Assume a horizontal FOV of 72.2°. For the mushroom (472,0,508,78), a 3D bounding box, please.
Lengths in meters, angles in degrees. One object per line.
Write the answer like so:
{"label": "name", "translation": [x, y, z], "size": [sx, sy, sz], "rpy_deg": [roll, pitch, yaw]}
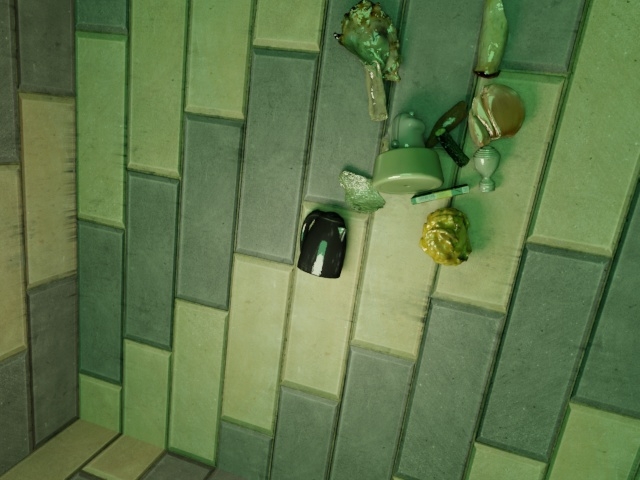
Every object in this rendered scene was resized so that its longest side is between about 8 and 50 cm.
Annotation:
{"label": "mushroom", "translation": [0.668, -0.798, 1.693], "size": [0.107, 0.087, 0.333], "rpy_deg": [10, 102, 16]}

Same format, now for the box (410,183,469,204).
{"label": "box", "translation": [0.504, -0.195, 1.849], "size": [0.235, 0.132, 0.034], "rpy_deg": [-11, 97, 20]}

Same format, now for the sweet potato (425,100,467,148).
{"label": "sweet potato", "translation": [0.515, -0.472, 1.815], "size": [0.077, 0.077, 0.243], "rpy_deg": [45, 109, 3]}

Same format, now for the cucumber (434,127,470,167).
{"label": "cucumber", "translation": [0.539, -0.381, 1.809], "size": [0.058, 0.058, 0.187], "rpy_deg": [-38, 113, 21]}

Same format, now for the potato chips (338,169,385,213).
{"label": "potato chips", "translation": [0.179, -0.223, 1.984], "size": [0.167, 0.059, 0.228], "rpy_deg": [-26, 88, 14]}

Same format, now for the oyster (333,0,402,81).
{"label": "oyster", "translation": [0.236, -0.819, 1.815], "size": [0.361, 0.096, 0.221], "rpy_deg": [45, 106, 3]}

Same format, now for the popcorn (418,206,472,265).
{"label": "popcorn", "translation": [0.525, -0.018, 1.840], "size": [0.190, 0.250, 0.250], "rpy_deg": [-10, 101, 57]}

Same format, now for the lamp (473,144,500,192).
{"label": "lamp", "translation": [0.679, -0.292, 1.794], "size": [0.106, 0.106, 0.193], "rpy_deg": [-1, 110, 17]}

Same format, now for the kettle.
{"label": "kettle", "translation": [0.000, 0.000, 2.027], "size": [0.268, 0.207, 0.290], "rpy_deg": [21, 103, 40]}

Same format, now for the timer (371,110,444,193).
{"label": "timer", "translation": [0.355, -0.371, 1.812], "size": [0.291, 0.291, 0.315], "rpy_deg": [-2, 81, 17]}

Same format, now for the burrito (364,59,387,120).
{"label": "burrito", "translation": [0.225, -0.619, 1.818], "size": [0.082, 0.059, 0.275], "rpy_deg": [-1, 140, 17]}

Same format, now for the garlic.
{"label": "garlic", "translation": [0.691, -0.506, 1.741], "size": [0.217, 0.110, 0.227], "rpy_deg": [-13, 104, 8]}
